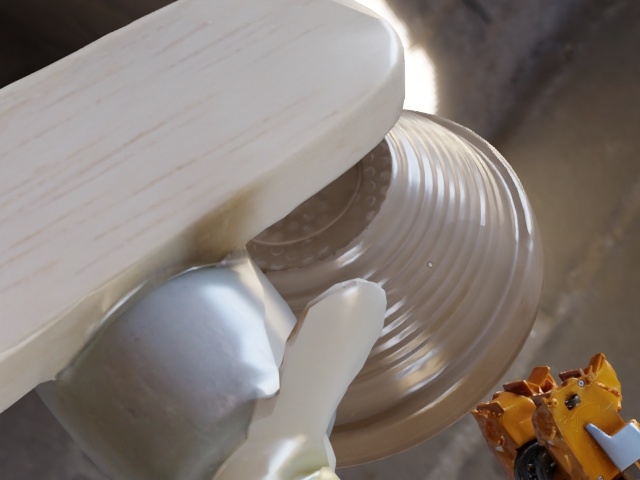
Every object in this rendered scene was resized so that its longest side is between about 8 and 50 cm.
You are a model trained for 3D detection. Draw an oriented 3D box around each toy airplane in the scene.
[{"bbox_3d":[-0.177,0.090,0.410,0.386,0.272,0.384,-10,36,17],"label":"toy airplane"}]

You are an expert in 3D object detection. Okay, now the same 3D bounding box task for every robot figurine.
[{"bbox_3d":[0.236,0.225,1.359,0.085,0.211,0.291,-36,94,-19],"label":"robot figurine"}]

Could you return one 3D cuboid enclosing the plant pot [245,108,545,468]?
[{"bbox_3d":[0.000,0.000,1.041,0.237,0.109,0.237,-11,50,14],"label":"plant pot"}]
